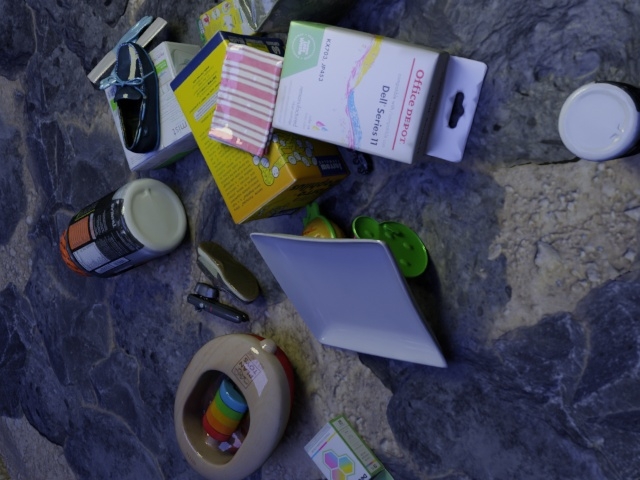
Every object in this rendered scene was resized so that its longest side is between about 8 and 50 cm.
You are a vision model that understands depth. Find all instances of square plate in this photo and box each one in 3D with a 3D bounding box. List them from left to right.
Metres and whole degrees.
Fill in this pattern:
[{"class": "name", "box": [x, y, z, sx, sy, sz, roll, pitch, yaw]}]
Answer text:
[{"class": "square plate", "box": [0.061, 0.108, 1.375, 0.344, 0.049, 0.347, 4, 135, 42]}]

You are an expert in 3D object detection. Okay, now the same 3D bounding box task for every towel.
[{"class": "towel", "box": [-0.145, -0.275, 1.329, 0.144, 0.029, 0.196, 23, 108, 28]}]

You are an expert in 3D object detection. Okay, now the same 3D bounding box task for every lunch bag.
[{"class": "lunch bag", "box": [-0.009, -0.537, 1.287, 0.287, 0.235, 0.168, -37, 79, 35]}]

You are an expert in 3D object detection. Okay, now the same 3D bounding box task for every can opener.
[{"class": "can opener", "box": [-0.265, 0.169, 1.731, 0.186, 0.059, 0.073, 25, 112, 32]}]

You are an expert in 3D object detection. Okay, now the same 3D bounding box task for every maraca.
[{"class": "maraca", "box": [0.000, 0.000, 1.475, 0.185, 0.099, 0.127, 63, 146, 39]}]

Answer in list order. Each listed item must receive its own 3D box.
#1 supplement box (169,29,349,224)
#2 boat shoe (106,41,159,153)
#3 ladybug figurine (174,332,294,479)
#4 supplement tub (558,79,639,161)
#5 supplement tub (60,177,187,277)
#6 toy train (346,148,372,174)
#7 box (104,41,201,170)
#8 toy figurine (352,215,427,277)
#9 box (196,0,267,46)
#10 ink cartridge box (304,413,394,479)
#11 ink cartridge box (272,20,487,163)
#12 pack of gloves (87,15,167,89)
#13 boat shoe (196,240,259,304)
[{"class": "supplement box", "box": [-0.132, -0.241, 1.465, 0.195, 0.194, 0.356, -33, 79, 36]}, {"class": "boat shoe", "box": [-0.427, -0.331, 1.576, 0.109, 0.089, 0.258, -10, 95, 25]}, {"class": "ladybug figurine", "box": [-0.197, 0.395, 1.655, 0.305, 0.162, 0.449, 47, 123, 20]}, {"class": "supplement tub", "box": [0.446, -0.181, 1.034, 0.117, 0.190, 0.116, 7, 102, 37]}, {"class": "supplement tub", "box": [-0.532, -0.021, 1.806, 0.338, 0.207, 0.207, -20, 86, 39]}, {"class": "toy train", "box": [0.065, -0.211, 1.425, 0.036, 0.027, 0.158, -32, 79, 33]}, {"class": "box", "box": [-0.388, -0.325, 1.689, 0.262, 0.127, 0.231, -23, 85, 38]}, {"class": "toy figurine", "box": [0.101, 0.045, 1.383, 0.173, 0.130, 0.159, 28, 137, -14]}, {"class": "box", "box": [-0.209, -0.494, 1.574, 0.179, 0.043, 0.105, -14, 90, 36]}, {"class": "ink cartridge box", "box": [0.069, 0.511, 1.537, 0.209, 0.062, 0.109, 49, 123, 19]}, {"class": "ink cartridge box", "box": [0.107, -0.270, 1.264, 0.354, 0.119, 0.207, 17, 109, 15]}, {"class": "pack of gloves", "box": [-0.475, -0.464, 1.709, 0.232, 0.046, 0.195, -48, 38, -1]}, {"class": "boat shoe", "box": [-0.233, 0.090, 1.684, 0.223, 0.080, 0.073, 43, 127, 30]}]
